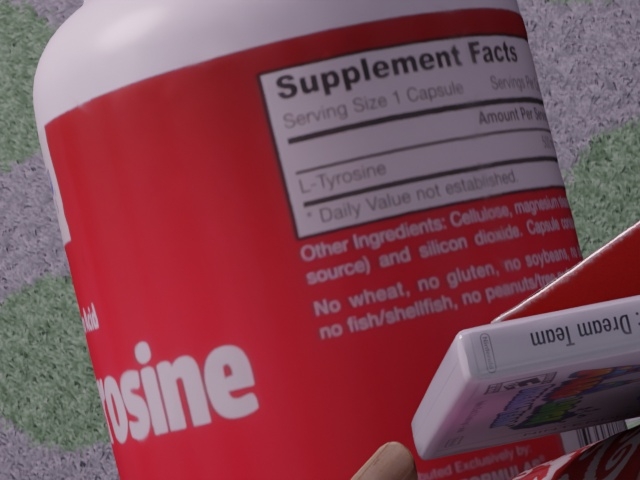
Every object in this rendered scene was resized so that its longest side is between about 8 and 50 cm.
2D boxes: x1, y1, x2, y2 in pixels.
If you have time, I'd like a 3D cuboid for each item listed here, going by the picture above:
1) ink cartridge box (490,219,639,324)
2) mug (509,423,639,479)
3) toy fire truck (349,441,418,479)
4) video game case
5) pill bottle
[{"bbox_3d":[0.258,0.034,0.748,0.296,0.066,0.261,28,-56,-35],"label":"ink cartridge box"},{"bbox_3d":[0.134,0.126,0.689,0.113,0.150,0.169,-55,8,-21],"label":"mug"},{"bbox_3d":[-0.084,0.156,0.741,0.246,0.158,0.217,-2,-3,4],"label":"toy fire truck"},{"bbox_3d":[0.105,0.037,0.622,0.143,0.019,0.157,-11,-14,-5],"label":"video game case"},{"bbox_3d":[0.000,0.000,0.907,0.229,0.407,0.229,-14,-4,-1],"label":"pill bottle"}]
